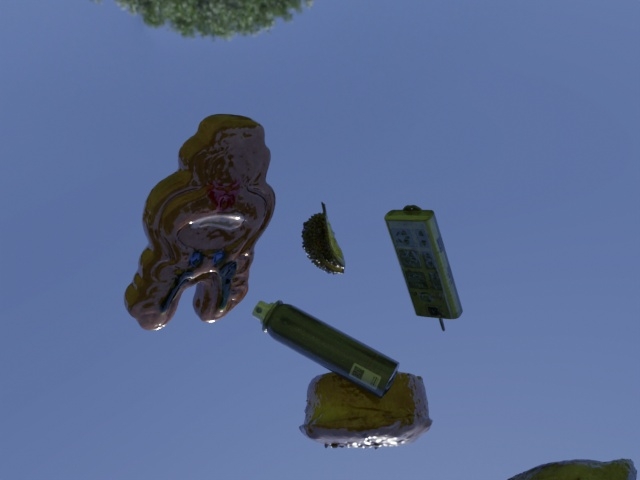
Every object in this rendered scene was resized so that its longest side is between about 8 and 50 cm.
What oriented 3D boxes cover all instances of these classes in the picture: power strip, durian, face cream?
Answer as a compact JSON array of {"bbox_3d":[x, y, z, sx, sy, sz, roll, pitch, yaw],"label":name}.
[{"bbox_3d":[0.188,0.058,1.303,0.092,0.268,0.034,2,-144,35],"label":"power strip"},{"bbox_3d":[-0.001,0.001,1.376,0.071,0.140,0.110,-15,-175,-1],"label":"durian"},{"bbox_3d":[0.005,0.187,1.336,0.283,0.073,0.073,27,-127,14],"label":"face cream"}]

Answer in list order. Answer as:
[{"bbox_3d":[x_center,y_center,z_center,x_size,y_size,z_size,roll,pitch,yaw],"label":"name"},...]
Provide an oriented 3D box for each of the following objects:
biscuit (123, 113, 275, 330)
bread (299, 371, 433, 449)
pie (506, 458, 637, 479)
[{"bbox_3d":[-0.158,-0.016,1.039,0.202,0.334,0.047,0,-151,-41],"label":"biscuit"},{"bbox_3d":[0.091,0.329,1.431,0.268,0.268,0.146,-3,-108,5],"label":"bread"},{"bbox_3d":[0.281,0.298,0.846,0.163,0.193,0.079,-1,-125,-20],"label":"pie"}]
